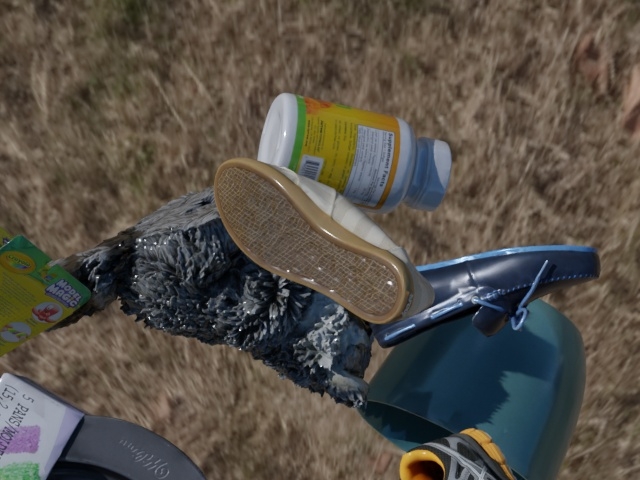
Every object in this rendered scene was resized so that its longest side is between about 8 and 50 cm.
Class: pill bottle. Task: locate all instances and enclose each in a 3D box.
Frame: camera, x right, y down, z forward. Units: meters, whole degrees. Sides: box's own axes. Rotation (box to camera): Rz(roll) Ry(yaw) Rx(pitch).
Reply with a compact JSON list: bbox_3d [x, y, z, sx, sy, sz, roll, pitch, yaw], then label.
[{"bbox_3d":[0.048,-0.111,1.893,0.246,0.136,0.136,11,72,-16],"label":"pill bottle"}]

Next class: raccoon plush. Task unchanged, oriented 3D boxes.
[{"bbox_3d":[-0.146,0.109,1.686,0.447,0.216,0.299,-19,105,5],"label":"raccoon plush"}]

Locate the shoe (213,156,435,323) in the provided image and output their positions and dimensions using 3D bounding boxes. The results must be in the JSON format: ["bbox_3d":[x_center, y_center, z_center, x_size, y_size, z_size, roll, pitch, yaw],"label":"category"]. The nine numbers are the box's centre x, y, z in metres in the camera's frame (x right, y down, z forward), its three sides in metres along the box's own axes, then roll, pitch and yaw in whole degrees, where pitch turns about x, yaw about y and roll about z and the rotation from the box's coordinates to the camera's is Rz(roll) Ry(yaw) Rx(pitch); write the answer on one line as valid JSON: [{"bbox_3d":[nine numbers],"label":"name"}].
[{"bbox_3d":[0.000,0.000,1.103,0.219,0.058,0.076,36,116,31],"label":"shoe"}]

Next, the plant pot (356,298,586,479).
[{"bbox_3d":[0.231,0.196,1.912,0.293,0.293,0.235,28,73,9],"label":"plant pot"}]

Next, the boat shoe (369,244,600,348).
[{"bbox_3d":[0.178,0.064,1.489,0.258,0.109,0.089,-13,74,25],"label":"boat shoe"}]

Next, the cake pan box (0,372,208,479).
[{"bbox_3d":[-0.178,0.257,0.988,0.246,0.070,0.266,30,83,5],"label":"cake pan box"}]

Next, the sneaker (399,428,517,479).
[{"bbox_3d":[0.143,0.240,1.206,0.083,0.215,0.084,-2,111,-25],"label":"sneaker"}]

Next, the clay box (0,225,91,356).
[{"bbox_3d":[-0.365,0.067,1.465,0.222,0.127,0.053,-31,44,13],"label":"clay box"}]
